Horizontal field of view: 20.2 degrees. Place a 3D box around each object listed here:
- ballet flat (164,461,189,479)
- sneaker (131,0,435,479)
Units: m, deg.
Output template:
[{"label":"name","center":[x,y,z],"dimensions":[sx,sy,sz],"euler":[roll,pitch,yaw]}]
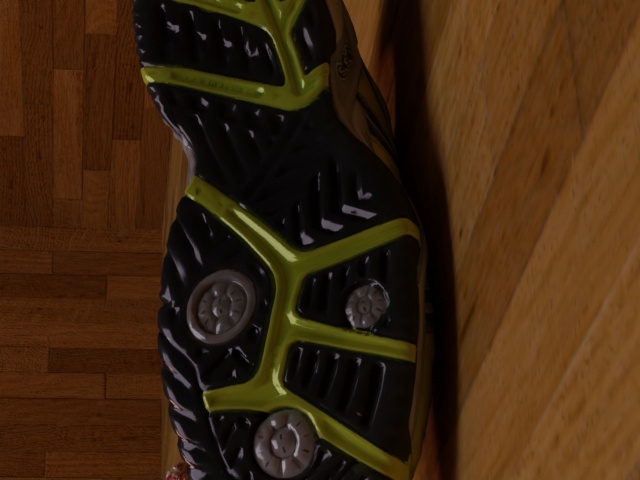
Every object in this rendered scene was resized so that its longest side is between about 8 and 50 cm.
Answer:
[{"label":"ballet flat","center":[-0.126,0.363,1.984],"dimensions":[0.077,0.091,0.241],"euler":[-17,75,54]},{"label":"sneaker","center":[0.000,0.000,0.942],"dimensions":[0.147,0.145,0.384],"euler":[48,-149,-54]}]
